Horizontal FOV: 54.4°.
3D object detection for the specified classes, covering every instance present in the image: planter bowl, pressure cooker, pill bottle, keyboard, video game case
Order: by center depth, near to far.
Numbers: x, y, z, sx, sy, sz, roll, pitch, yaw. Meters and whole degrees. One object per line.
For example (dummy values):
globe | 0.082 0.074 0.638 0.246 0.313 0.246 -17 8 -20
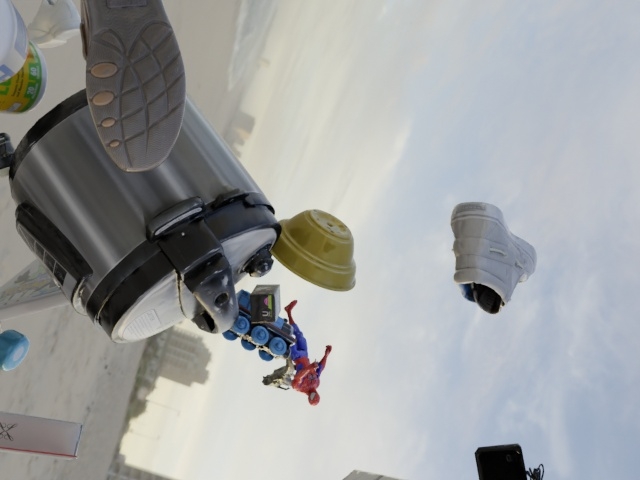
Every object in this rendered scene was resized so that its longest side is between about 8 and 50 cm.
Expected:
pill bottle | -0.403 -0.241 0.696 0.124 0.124 0.221 -67 -158 0
keyboard | 0.308 0.407 0.980 0.038 0.100 0.191 -34 114 -70
pill bottle | -0.576 -0.276 0.982 0.136 0.136 0.246 -63 160 17
pressure cooker | -0.274 -0.025 1.073 0.375 0.420 0.370 -42 169 24
planter bowl | 0.000 0.000 1.245 0.090 0.217 0.217 -57 -165 21
video game case | -0.572 0.068 1.382 0.329 0.036 0.300 -15 -156 24

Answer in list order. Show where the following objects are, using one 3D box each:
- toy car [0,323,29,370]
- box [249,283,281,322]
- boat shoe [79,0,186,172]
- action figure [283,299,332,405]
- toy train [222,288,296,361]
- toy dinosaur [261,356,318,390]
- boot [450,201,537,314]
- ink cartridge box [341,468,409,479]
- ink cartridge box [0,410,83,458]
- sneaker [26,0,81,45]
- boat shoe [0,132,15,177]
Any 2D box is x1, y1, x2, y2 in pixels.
toy car | -0.694 0.253 1.180 0.210 0.219 0.238 -59 172 -43
box | -0.113 0.129 1.284 0.083 0.052 0.062 -66 155 -78
boat shoe | -0.244 -0.248 0.794 0.116 0.123 0.324 -171 -103 -69
action figure | -0.034 0.251 1.495 0.139 0.092 0.280 -44 -128 37
toy train | -0.137 0.192 1.385 0.080 0.184 0.105 -37 -154 49
toy dinosaur | -0.073 0.346 1.608 0.268 0.118 0.064 125 -29 -57
boot | 0.246 0.048 0.898 0.095 0.258 0.123 -4 -112 34
ink cartridge box | 0.135 0.591 1.272 0.114 0.197 0.273 -33 178 -24
ink cartridge box | -0.497 0.278 0.917 0.239 0.275 0.060 140 -40 -59
sneaker | -0.591 -0.475 1.350 0.212 0.094 0.080 -5 -166 36
boat shoe | -0.641 -0.126 1.074 0.084 0.233 0.079 -117 -168 -74
